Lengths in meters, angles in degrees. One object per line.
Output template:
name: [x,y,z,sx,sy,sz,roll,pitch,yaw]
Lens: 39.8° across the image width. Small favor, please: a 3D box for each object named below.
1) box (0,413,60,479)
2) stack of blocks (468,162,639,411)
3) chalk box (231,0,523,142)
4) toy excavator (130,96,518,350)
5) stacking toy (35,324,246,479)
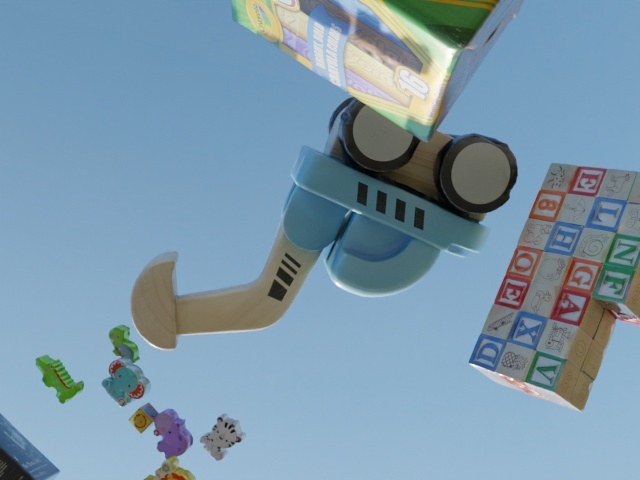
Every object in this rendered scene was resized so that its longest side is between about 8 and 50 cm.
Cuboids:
box: [-0.515,0.355,1.402,0.158,0.156,0.093,42,-98,2]
stack of blocks: [0.330,0.057,1.121,0.087,0.171,0.297,35,-105,-42]
chalk box: [0.033,-0.259,0.773,0.288,0.179,0.180,34,-107,7]
toy excavator: [0.000,0.000,1.244,0.432,0.222,0.445,22,-85,-8]
stacking toy: [-0.193,0.186,0.991,0.221,0.167,0.052,45,-75,7]
